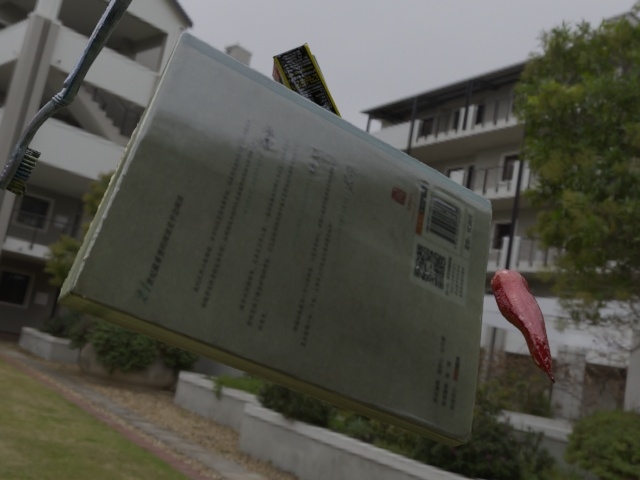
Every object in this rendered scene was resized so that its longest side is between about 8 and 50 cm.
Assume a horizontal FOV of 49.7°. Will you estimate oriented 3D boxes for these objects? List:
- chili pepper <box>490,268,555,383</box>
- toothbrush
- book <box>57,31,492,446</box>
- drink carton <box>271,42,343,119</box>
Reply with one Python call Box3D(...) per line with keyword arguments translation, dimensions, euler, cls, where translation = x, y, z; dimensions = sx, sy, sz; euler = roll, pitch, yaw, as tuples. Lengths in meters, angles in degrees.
Box3D(translation=(0.237, 0.089, 0.803), dimensions=(0.045, 0.178, 0.027), euler=(3, -47, -10), cls="chili pepper")
Box3D(translation=(-0.317, -0.235, 0.919), dimensions=(0.042, 0.413, 0.035), euler=(27, 13, -38), cls="toothbrush")
Box3D(translation=(0.000, 0.000, 0.474), dimensions=(0.283, 0.214, 0.025), euler=(26, -32, -19), cls="book")
Box3D(translation=(-0.006, -0.166, 0.906), dimensions=(0.056, 0.165, 0.071), euler=(-25, -4, -6), cls="drink carton")
